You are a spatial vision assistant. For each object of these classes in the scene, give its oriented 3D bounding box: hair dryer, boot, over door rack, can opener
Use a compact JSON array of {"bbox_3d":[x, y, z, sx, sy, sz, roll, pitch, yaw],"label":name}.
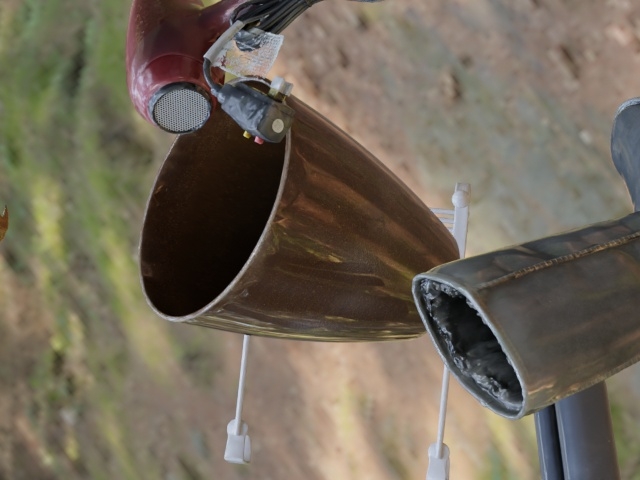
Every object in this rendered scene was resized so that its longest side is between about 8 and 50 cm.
[{"bbox_3d":[-0.059,-0.174,1.492,0.293,0.223,0.080,20,154,45],"label":"hair dryer"},{"bbox_3d":[0.143,0.004,1.008,0.189,0.208,0.076,49,154,48],"label":"boot"},{"bbox_3d":[0.027,0.094,1.903,0.108,0.239,0.324,-42,-43,-77],"label":"over door rack"},{"bbox_3d":[0.185,0.224,1.437,0.076,0.095,0.283,120,155,-47],"label":"can opener"}]

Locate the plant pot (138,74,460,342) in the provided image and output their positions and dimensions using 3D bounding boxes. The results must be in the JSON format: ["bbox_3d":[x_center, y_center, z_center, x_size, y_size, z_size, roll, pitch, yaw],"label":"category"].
[{"bbox_3d":[0.000,0.000,1.588,0.230,0.215,0.215,22,-165,-31],"label":"plant pot"}]

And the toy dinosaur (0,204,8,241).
[{"bbox_3d":[-0.348,0.007,1.770,0.064,0.112,0.211,-37,-79,-53],"label":"toy dinosaur"}]
